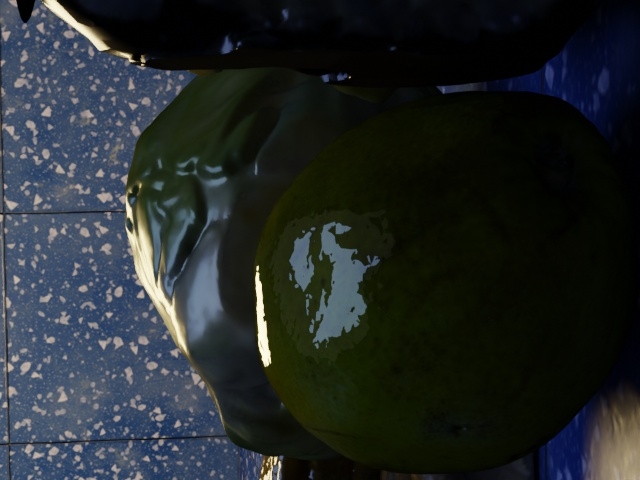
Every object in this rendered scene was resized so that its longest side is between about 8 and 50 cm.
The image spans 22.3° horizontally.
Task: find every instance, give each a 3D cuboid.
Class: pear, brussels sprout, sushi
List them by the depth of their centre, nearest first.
[{"bbox_3d":[0.012,-0.237,0.891,0.285,0.328,0.328,-65,-26,-83],"label":"sushi"},{"bbox_3d":[0.068,0.025,0.895,0.269,0.212,0.212,-44,44,52],"label":"pear"},{"bbox_3d":[0.000,0.000,1.217,0.344,0.268,0.344,-22,-90,-86],"label":"brussels sprout"}]

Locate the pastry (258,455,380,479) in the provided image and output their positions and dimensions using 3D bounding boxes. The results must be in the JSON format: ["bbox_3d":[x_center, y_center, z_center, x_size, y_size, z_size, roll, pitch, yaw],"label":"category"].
[{"bbox_3d":[0.012,0.203,1.615,0.240,0.132,0.235,-98,19,-76],"label":"pastry"}]

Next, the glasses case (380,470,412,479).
[{"bbox_3d":[0.075,0.143,1.487,0.064,0.041,0.169,-115,24,-74],"label":"glasses case"}]

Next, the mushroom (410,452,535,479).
[{"bbox_3d":[0.103,0.111,1.114,0.072,0.094,0.209,178,86,-79],"label":"mushroom"}]
